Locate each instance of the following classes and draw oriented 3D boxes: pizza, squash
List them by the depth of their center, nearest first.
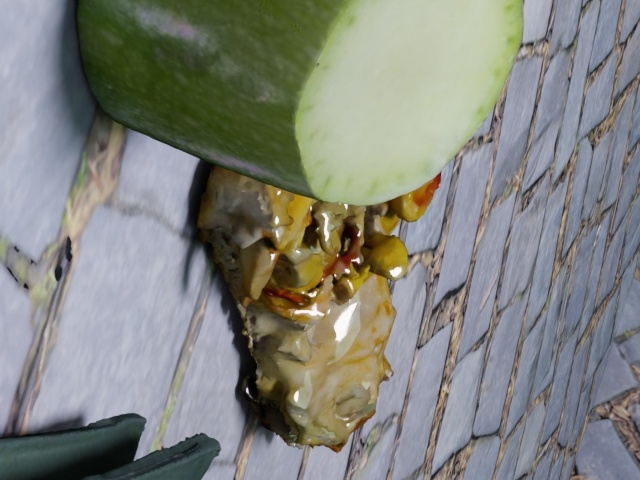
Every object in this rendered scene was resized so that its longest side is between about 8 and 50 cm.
[{"bbox_3d":[-0.005,-0.094,0.769,0.170,0.123,0.170,-29,139,-29],"label":"squash"},{"bbox_3d":[0.000,0.000,1.025,0.251,0.074,0.288,-20,121,-68],"label":"pizza"}]

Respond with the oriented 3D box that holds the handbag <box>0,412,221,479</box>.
[{"bbox_3d":[-0.127,0.198,0.752,0.260,0.079,0.248,-8,112,-74],"label":"handbag"}]
